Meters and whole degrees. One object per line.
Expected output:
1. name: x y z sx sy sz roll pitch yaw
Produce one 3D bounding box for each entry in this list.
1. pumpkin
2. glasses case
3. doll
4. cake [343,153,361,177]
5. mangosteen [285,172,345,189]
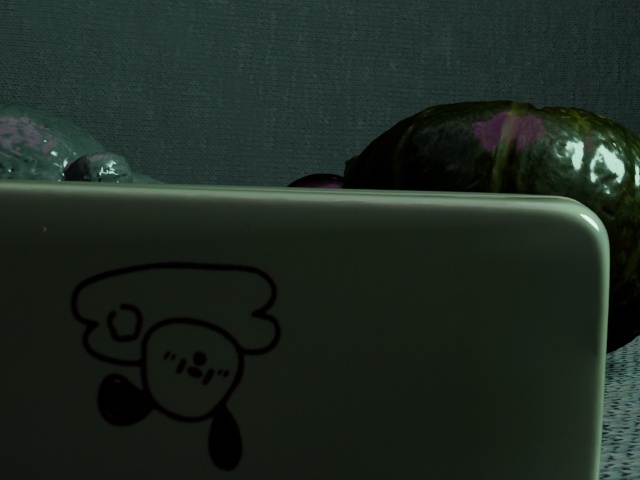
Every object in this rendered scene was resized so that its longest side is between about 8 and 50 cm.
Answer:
1. pumpkin: 0.127 0.002 0.795 0.238 0.159 0.238 6 -17 2
2. glasses case: -0.046 0.042 0.477 0.313 0.131 0.070 3 4 9
3. doll: -0.222 0.005 0.994 0.246 0.158 0.340 -6 -24 4
4. cake: 0.147 -0.028 1.292 0.172 0.158 0.283 0 2 -22
5. mangosteen: 0.000 0.000 1.173 0.140 0.140 0.140 1 5 0
